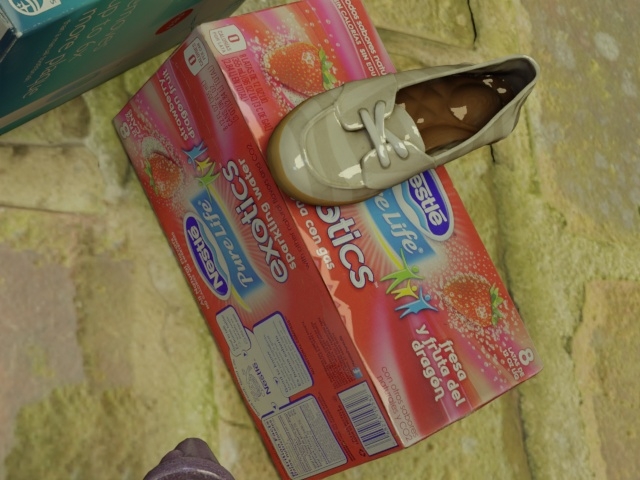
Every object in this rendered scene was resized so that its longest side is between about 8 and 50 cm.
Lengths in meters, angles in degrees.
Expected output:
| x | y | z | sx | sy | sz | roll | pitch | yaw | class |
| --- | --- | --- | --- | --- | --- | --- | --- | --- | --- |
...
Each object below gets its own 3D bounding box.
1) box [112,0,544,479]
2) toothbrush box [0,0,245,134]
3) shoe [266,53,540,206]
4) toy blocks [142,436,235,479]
| x | y | z | sx | sy | sz | roll | pitch | yaw | class |
| --- | --- | --- | --- | --- | --- | --- | --- | --- | --- |
| 0.000 | 0.000 | 0.878 | 0.142 | 0.154 | 0.300 | -22 | 82 | -38 | box |
| -0.148 | -0.187 | 0.820 | 0.295 | 0.216 | 0.126 | -36 | 93 | -38 | toothbrush box |
| 0.059 | -0.080 | 0.816 | 0.219 | 0.058 | 0.077 | -22 | 83 | -38 | shoe |
| -0.085 | 0.276 | 0.704 | 0.288 | 0.309 | 0.260 | 43 | 21 | -25 | toy blocks |
